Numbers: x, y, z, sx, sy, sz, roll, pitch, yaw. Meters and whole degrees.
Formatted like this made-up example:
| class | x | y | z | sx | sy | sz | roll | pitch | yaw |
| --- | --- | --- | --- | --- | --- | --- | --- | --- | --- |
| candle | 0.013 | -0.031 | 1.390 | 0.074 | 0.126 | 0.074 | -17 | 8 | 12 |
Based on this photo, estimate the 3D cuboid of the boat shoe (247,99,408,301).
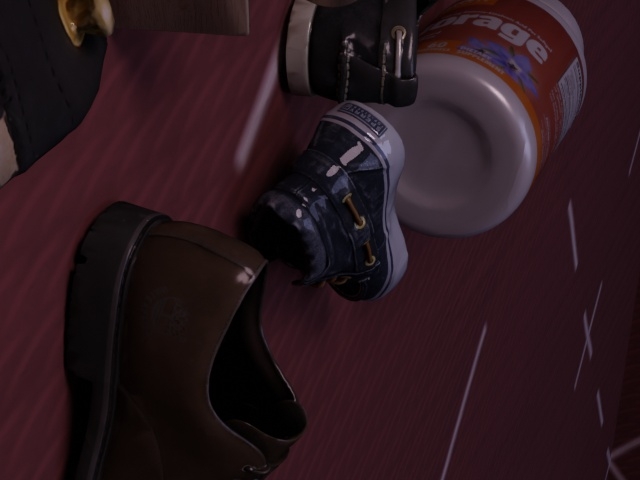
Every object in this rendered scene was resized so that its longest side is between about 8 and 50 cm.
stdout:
| class | x | y | z | sx | sy | sz | roll | pitch | yaw |
| --- | --- | --- | --- | --- | --- | --- | --- | --- | --- |
| boat shoe | 0.000 | 0.000 | 0.845 | 0.083 | 0.065 | 0.183 | -46 | 158 | -21 |

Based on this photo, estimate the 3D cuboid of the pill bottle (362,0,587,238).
| class | x | y | z | sx | sy | sz | roll | pitch | yaw |
| --- | --- | --- | --- | --- | --- | --- | --- | --- | --- |
| pill bottle | 0.108 | -0.096 | 0.995 | 0.216 | 0.121 | 0.121 | -49 | 146 | -57 |

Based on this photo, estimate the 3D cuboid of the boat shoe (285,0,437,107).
| class | x | y | z | sx | sy | sz | roll | pitch | yaw |
| --- | --- | --- | --- | --- | --- | --- | --- | --- | --- |
| boat shoe | 0.053 | -0.167 | 0.860 | 0.084 | 0.079 | 0.233 | 75 | 30 | -50 |

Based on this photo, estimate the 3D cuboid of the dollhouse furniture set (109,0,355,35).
| class | x | y | z | sx | sy | sz | roll | pitch | yaw |
| --- | --- | --- | --- | --- | --- | --- | --- | --- | --- |
| dollhouse furniture set | -0.006 | -0.177 | 0.614 | 0.151 | 0.144 | 0.123 | -81 | 174 | -45 |

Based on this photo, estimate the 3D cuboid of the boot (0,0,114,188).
| class | x | y | z | sx | sy | sz | roll | pitch | yaw |
| --- | --- | --- | --- | --- | --- | --- | --- | --- | --- |
| boot | -0.101 | -0.166 | 0.299 | 0.377 | 0.138 | 0.284 | -54 | 149 | -44 |

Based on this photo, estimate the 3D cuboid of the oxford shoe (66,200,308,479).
| class | x | y | z | sx | sy | sz | roll | pitch | yaw |
| --- | --- | --- | --- | --- | --- | --- | --- | --- | --- |
| oxford shoe | -0.057 | 0.100 | 0.666 | 0.083 | 0.096 | 0.227 | -53 | 150 | -57 |
